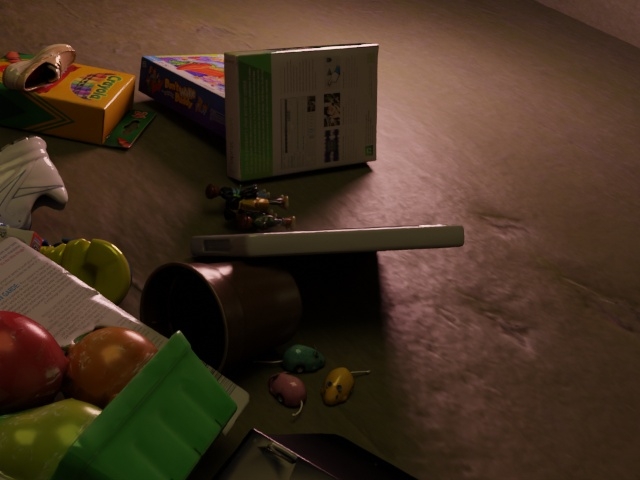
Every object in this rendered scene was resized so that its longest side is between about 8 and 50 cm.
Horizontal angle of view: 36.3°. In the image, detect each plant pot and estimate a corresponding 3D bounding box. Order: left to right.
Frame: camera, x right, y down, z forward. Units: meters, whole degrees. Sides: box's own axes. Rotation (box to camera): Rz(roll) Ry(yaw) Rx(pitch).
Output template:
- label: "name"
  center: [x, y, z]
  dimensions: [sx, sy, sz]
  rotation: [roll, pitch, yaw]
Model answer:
- label: "plant pot"
  center: [-0.124, 0.097, 1.298]
  dimensions: [0.167, 0.167, 0.165]
  rotation: [31, 27, 33]

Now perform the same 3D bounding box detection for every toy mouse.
- label: "toy mouse"
  center: [-0.027, 0.175, 1.304]
  dimensions: [0.143, 0.031, 0.161]
  rotation: [21, 31, 19]

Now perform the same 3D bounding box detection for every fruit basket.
- label: "fruit basket"
  center: [-0.286, 0.167, 1.037]
  dimensions: [0.353, 0.165, 0.327]
  rotation: [29, 32, 5]

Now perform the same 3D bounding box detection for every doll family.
- label: "doll family"
  center: [-0.123, -0.058, 1.632]
  dimensions: [0.111, 0.076, 0.193]
  rotation: [-1, 5, -23]

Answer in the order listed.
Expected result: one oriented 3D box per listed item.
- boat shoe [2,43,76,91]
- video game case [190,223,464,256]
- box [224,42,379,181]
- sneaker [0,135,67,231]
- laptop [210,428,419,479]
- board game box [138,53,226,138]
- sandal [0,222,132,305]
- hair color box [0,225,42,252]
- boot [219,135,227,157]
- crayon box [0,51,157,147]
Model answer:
- label: "boat shoe"
  center: [-0.516, -0.319, 1.838]
  dimensions: [0.059, 0.063, 0.170]
  rotation: [26, 43, 22]
- label: "video game case"
  center: [0.000, 0.000, 1.472]
  dimensions: [0.329, 0.036, 0.300]
  rotation: [-2, 1, -22]
- label: "box"
  center: [-0.032, -0.248, 1.849]
  dimensions: [0.322, 0.232, 0.058]
  rotation: [-11, 20, -35]
- label: "sneaker"
  center: [-0.509, -0.047, 1.467]
  dimensions: [0.297, 0.111, 0.129]
  rotation: [-36, 89, -33]
- label: "laptop"
  center: [0.063, 0.368, 0.935]
  dimensions: [0.382, 0.236, 0.408]
  rotation: [26, 55, 22]
- label: "board game box"
  center: [-0.179, -0.297, 2.005]
  dimensions: [0.233, 0.078, 0.347]
  rotation: [-12, 31, -42]
- label: "sandal"
  center: [-0.395, 0.043, 1.362]
  dimensions: [0.317, 0.126, 0.138]
  rotation: [12, -2, 12]
- label: "hair color box"
  center: [-0.424, 0.064, 1.250]
  dimensions: [0.093, 0.167, 0.053]
  rotation: [11, -12, 1]
- label: "boot"
  center: [-0.173, -0.193, 1.907]
  dimensions: [0.106, 0.037, 0.114]
  rotation: [-3, 32, -46]
- label: "crayon box"
  center: [-0.496, -0.277, 1.912]
  dimensions: [0.319, 0.081, 0.202]
  rotation: [11, 29, 1]
